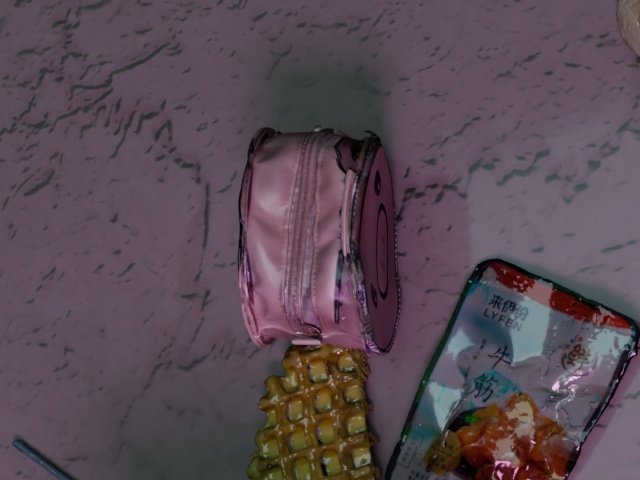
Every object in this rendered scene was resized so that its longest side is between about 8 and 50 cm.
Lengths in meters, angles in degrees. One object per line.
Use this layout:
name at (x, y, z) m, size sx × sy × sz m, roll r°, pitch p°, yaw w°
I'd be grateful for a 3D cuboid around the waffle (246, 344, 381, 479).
waffle at (0.011, 0.176, 1.396) m, size 0.161 × 0.046 × 0.192 m, roll 21°, pitch 87°, yaw 30°

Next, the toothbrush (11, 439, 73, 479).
toothbrush at (-0.229, 0.232, 1.507) m, size 0.167 × 0.011 × 0.014 m, roll 31°, pitch 90°, yaw 23°

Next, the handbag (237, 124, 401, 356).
handbag at (0.002, 0.000, 1.360) m, size 0.116 × 0.179 × 0.205 m, roll 0°, pitch 70°, yaw 14°

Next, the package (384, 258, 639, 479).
package at (0.156, 0.143, 1.347) m, size 0.166 × 0.040 × 0.232 m, roll 27°, pitch 94°, yaw 28°

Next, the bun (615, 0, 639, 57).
bun at (0.297, -0.202, 1.324) m, size 0.115 × 0.069 × 0.115 m, roll -4°, pitch 81°, yaw 23°
